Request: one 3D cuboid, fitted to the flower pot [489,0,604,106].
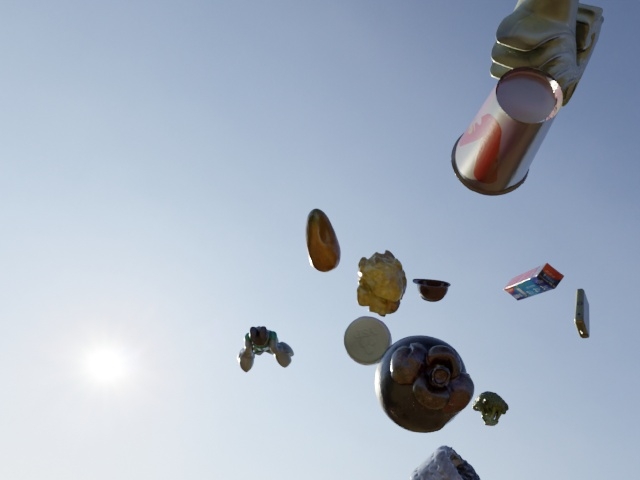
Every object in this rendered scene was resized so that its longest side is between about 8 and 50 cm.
[{"bbox_3d":[0.514,-0.460,1.188,0.164,0.254,0.367,33,16,33],"label":"flower pot"}]

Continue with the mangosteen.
[{"bbox_3d":[0.227,0.299,1.104,0.211,0.212,0.250,16,-25,-3],"label":"mangosteen"}]

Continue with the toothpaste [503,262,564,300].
[{"bbox_3d":[0.781,0.158,1.914,0.076,0.066,0.320,40,-11,7],"label":"toothpaste"}]

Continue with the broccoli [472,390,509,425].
[{"bbox_3d":[0.616,0.610,1.880,0.130,0.121,0.131,18,-26,-14],"label":"broccoli"}]

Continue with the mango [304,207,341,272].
[{"bbox_3d":[0.002,0.003,1.358,0.089,0.165,0.115,-16,-14,10],"label":"mango"}]

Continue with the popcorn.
[{"bbox_3d":[0.225,0.146,1.862,0.191,0.254,0.190,10,-32,-35],"label":"popcorn"}]

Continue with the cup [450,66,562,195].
[{"bbox_3d":[0.419,-0.247,1.164,0.202,0.203,0.288,10,-17,5],"label":"cup"}]

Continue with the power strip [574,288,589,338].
[{"bbox_3d":[0.781,0.221,1.545,0.028,0.169,0.076,-13,-63,34],"label":"power strip"}]

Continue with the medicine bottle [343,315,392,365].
[{"bbox_3d":[0.129,0.272,1.402,0.134,0.135,0.168,8,-13,8],"label":"medicine bottle"}]

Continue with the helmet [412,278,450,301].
[{"bbox_3d":[0.322,0.149,1.510,0.111,0.089,0.057,6,-77,18],"label":"helmet"}]

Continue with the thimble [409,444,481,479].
[{"bbox_3d":[0.397,0.758,1.583,0.157,0.245,0.217,-44,-90,7],"label":"thimble"}]

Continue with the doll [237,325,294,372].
[{"bbox_3d":[-0.216,0.380,1.814,0.194,0.153,0.258,-11,-28,26],"label":"doll"}]
